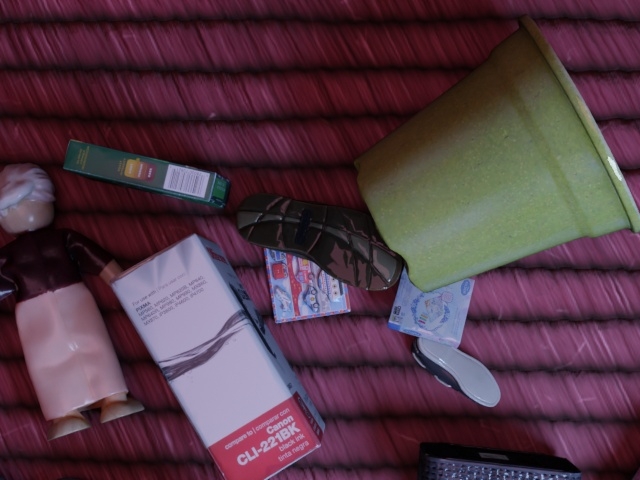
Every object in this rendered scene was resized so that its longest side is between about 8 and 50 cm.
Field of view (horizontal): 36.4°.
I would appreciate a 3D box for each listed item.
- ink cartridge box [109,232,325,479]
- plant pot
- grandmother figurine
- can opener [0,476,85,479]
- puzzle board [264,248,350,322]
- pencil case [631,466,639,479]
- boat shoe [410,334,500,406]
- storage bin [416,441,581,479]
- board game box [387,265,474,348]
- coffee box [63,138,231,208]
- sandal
[{"bbox_3d":[-0.112,0.137,1.131,0.114,0.197,0.273,-32,86,-1],"label":"ink cartridge box"},{"bbox_3d":[0.186,-0.075,1.114,0.253,0.276,0.276,-28,85,13],"label":"plant pot"},{"bbox_3d":[-0.338,0.067,1.203,0.207,0.104,0.343,-14,82,-25],"label":"grandmother figurine"},{"bbox_3d":[-0.382,0.315,1.208,0.280,0.074,0.093,23,54,3],"label":"can opener"},{"bbox_3d":[-0.019,0.034,1.225,0.096,0.011,0.128,-9,87,3],"label":"puzzle board"},{"bbox_3d":[0.382,0.356,1.129,0.113,0.124,0.273,33,90,4],"label":"pencil case"},{"bbox_3d":[0.164,0.161,1.195,0.125,0.038,0.046,37,58,1],"label":"boat shoe"},{"bbox_3d":[0.204,0.293,1.142,0.180,0.122,0.084,6,87,3],"label":"storage bin"},{"bbox_3d":[0.136,0.077,1.192,0.090,0.020,0.090,16,61,5],"label":"board game box"},{"bbox_3d":[-0.210,-0.080,1.192,0.184,0.113,0.041,13,88,5],"label":"coffee box"},{"bbox_3d":[0.000,0.000,1.196,0.219,0.060,0.090,15,85,18],"label":"sandal"}]
